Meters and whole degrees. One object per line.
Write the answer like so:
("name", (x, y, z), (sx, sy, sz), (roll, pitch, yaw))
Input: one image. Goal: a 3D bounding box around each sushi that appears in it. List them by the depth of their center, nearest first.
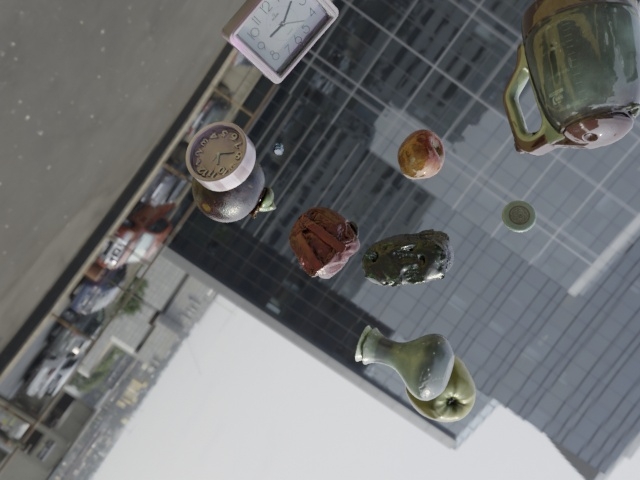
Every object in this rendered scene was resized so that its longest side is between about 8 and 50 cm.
("sushi", (0.219, 0.050, 1.710), (0.225, 0.124, 0.127), (-7, -167, 27))

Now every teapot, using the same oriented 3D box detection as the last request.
("teapot", (0.527, -0.335, 1.444), (0.315, 0.233, 0.312), (-19, -112, 47))
("teapot", (0.227, 0.316, 1.838), (0.183, 0.250, 0.184), (-50, 150, -45))

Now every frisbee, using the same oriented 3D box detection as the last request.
("frisbee", (0.647, -0.080, 2.215), (0.110, 0.110, 0.014), (-56, 162, -11))

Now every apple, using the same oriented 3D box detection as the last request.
("apple", (0.303, -0.255, 2.057), (0.131, 0.146, 0.146), (-24, -155, 39))
("apple", (0.432, 0.528, 2.464), (0.262, 0.262, 0.262), (-55, -175, 8))

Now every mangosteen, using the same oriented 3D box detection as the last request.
("mangosteen", (-0.348, -0.202, 2.746), (0.306, 0.359, 0.306), (-23, -138, 23))

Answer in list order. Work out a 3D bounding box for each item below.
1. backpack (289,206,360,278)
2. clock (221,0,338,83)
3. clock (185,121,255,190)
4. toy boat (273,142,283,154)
("backpack", (0.001, 0.000, 2.132), (0.229, 0.229, 0.139), (-54, 155, 13))
("clock", (-0.078, -0.433, 1.355), (0.197, 0.150, 0.063), (-47, -145, 6))
("clock", (-0.292, -0.246, 1.988), (0.197, 0.196, 0.068), (-56, 154, -7))
("toy boat", (-0.138, -0.305, 2.240), (0.038, 0.038, 0.083), (-56, 177, -8))
